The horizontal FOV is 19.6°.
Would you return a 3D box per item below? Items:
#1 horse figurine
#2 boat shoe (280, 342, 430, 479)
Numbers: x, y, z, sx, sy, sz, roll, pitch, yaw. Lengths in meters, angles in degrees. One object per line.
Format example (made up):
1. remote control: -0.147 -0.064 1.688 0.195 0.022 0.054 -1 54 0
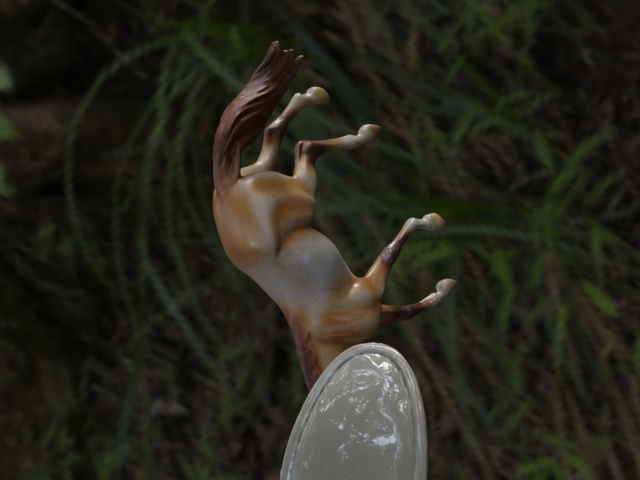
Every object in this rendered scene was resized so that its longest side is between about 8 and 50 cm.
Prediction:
1. horse figurine: 0.000 0.000 1.271 0.174 0.263 0.066 -42 16 -34
2. boat shoe: 0.023 0.157 0.931 0.075 0.065 0.206 -1 77 19
